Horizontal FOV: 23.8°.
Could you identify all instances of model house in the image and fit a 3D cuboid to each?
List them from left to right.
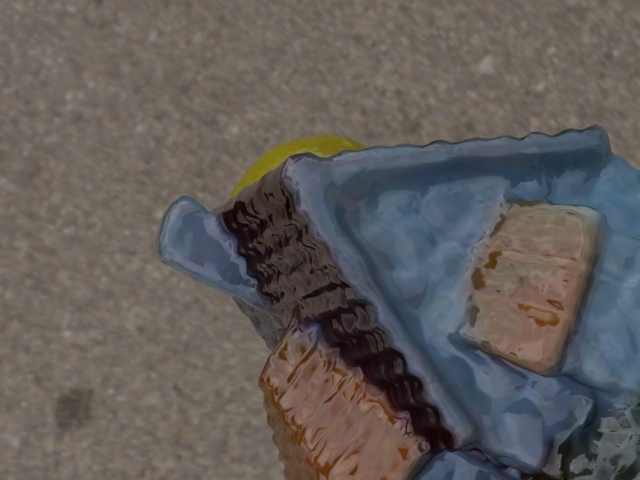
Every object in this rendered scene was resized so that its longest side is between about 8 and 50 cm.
[{"bbox_3d":[0.059,0.060,0.970,0.339,0.360,0.297,27,80,-9],"label":"model house"}]

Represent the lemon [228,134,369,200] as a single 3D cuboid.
[{"bbox_3d":[0.000,0.000,1.327,0.178,0.203,0.178,3,72,-10],"label":"lemon"}]
